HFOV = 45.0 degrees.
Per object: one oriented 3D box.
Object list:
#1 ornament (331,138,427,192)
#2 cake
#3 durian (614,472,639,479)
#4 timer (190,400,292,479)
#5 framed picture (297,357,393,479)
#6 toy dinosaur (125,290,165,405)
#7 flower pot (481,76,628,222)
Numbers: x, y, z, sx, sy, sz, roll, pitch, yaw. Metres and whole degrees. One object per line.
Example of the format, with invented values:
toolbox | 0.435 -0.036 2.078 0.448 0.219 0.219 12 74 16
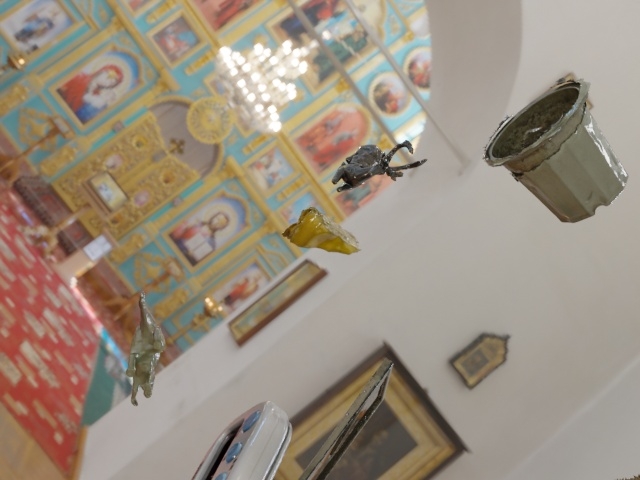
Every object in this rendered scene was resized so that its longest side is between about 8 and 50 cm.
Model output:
ornament | 0.166 -0.203 1.949 0.236 0.202 0.080 -15 -67 42
cake | 0.002 0.003 1.787 0.185 0.116 0.080 37 21 -49
durian | 0.605 0.509 1.452 0.168 0.158 0.137 108 -33 -56
timer | -0.157 0.424 1.405 0.087 0.262 0.237 39 -45 -8
framed picture | 0.048 0.430 1.681 0.022 0.335 0.247 33 -25 17
toy dinosaur | -0.403 0.266 1.776 0.162 0.077 0.294 -101 -155 -58
flower pot | 0.553 -0.188 1.777 0.259 0.290 0.290 48 -7 -15
